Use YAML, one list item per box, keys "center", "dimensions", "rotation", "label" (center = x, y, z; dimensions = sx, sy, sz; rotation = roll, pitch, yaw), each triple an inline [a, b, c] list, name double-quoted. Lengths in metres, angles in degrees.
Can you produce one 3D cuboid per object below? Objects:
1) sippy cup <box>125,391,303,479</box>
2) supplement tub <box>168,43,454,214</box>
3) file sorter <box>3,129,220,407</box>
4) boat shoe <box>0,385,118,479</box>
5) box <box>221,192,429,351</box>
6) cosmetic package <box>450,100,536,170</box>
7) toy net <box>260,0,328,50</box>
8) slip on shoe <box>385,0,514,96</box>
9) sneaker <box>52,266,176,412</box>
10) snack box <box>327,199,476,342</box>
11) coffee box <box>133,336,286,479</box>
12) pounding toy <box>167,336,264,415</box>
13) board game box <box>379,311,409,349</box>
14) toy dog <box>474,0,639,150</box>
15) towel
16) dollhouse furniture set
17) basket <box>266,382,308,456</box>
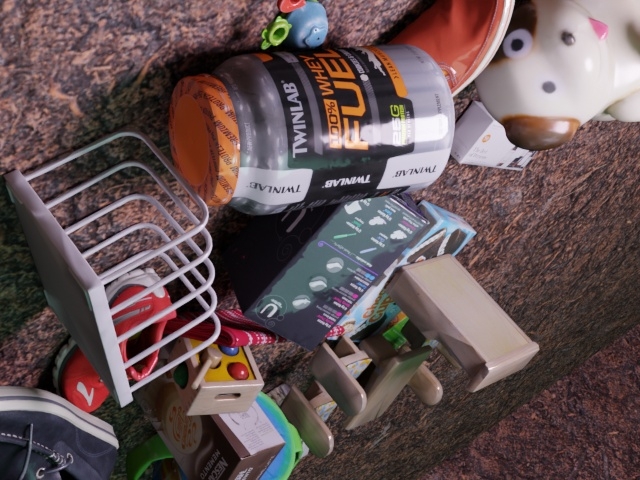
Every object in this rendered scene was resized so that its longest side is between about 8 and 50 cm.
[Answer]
- center: [-0.200, 0.416, 1.786]
  dimensions: [0.224, 0.306, 0.240]
  rotation: [-49, -167, 39]
  label: "sippy cup"
- center: [-0.011, -0.136, 1.164]
  dimensions: [0.316, 0.193, 0.193]
  rotation: [-11, 142, -28]
  label: "supplement tub"
- center: [-0.238, 0.030, 1.165]
  dimensions: [0.173, 0.193, 0.277]
  rotation: [-32, 152, -22]
  label: "file sorter"
- center: [-0.428, 0.303, 1.322]
  dimensions: [0.187, 0.155, 0.500]
  rotation: [-8, 157, 11]
  label: "boat shoe"
- center: [0.000, 0.000, 1.409]
  dimensions: [0.143, 0.165, 0.270]
  rotation: [32, 107, -32]
  label: "box"
- center: [0.320, -0.183, 1.702]
  dimensions: [0.239, 0.060, 0.099]
  rotation: [-1, 133, -52]
  label: "cosmetic package"
- center: [0.010, -0.322, 1.116]
  dimensions: [0.122, 0.045, 0.232]
  rotation: [2, 129, -51]
  label: "toy net"
- center: [0.142, -0.251, 1.318]
  dimensions: [0.101, 0.123, 0.331]
  rotation: [8, 132, -51]
  label: "slip on shoe"
- center: [-0.297, 0.167, 1.375]
  dimensions: [0.107, 0.118, 0.279]
  rotation: [-5, 137, -48]
  label: "sneaker"
- center: [0.146, 0.069, 1.860]
  dimensions: [0.322, 0.060, 0.187]
  rotation: [-48, 153, 15]
  label: "snack box"
- center: [-0.187, 0.290, 1.561]
  dimensions: [0.098, 0.246, 0.141]
  rotation: [-9, 139, -46]
  label: "coffee box"
- center: [-0.169, 0.203, 1.471]
  dimensions: [0.141, 0.130, 0.100]
  rotation: [3, 133, -34]
  label: "pounding toy"
- center: [0.185, 0.188, 2.120]
  dimensions: [0.259, 0.039, 0.124]
  rotation: [-38, 153, -11]
  label: "board game box"
- center: [0.409, -0.297, 1.475]
  dimensions: [0.408, 0.284, 0.395]
  rotation: [-20, -177, -38]
  label: "toy dog"
- center: [-0.118, 0.133, 1.507]
  dimensions: [0.275, 0.199, 0.031]
  rotation: [2, 95, -53]
  label: "towel"
- center: [0.192, 0.261, 1.862]
  dimensions: [0.362, 0.256, 0.394]
  rotation: [-12, 143, -46]
  label: "dollhouse furniture set"
- center: [-0.091, 0.398, 1.998]
  dimensions: [0.103, 0.113, 0.167]
  rotation: [-26, 150, -23]
  label: "basket"
